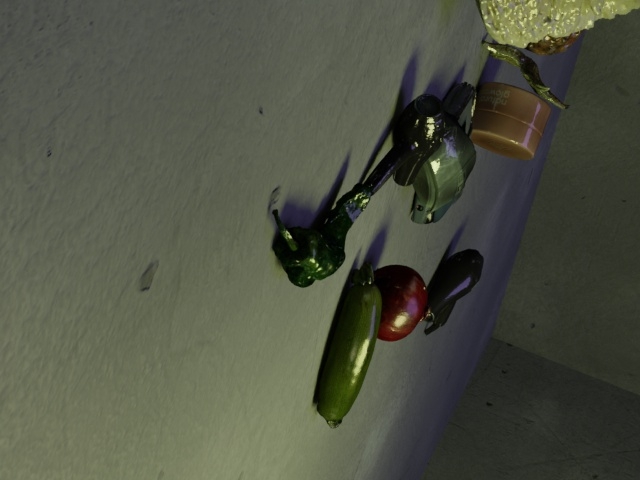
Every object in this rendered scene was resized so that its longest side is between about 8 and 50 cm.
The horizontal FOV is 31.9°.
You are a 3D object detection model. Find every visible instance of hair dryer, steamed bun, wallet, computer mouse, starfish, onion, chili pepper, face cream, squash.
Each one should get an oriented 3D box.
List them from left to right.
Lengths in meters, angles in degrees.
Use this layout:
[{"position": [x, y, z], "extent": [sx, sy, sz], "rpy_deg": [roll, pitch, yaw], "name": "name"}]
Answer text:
[{"position": [0.000, 0.001, 1.382], "extent": [0.279, 0.065, 0.122], "rpy_deg": [-33, 133, -69], "name": "chili pepper"}, {"position": [0.046, 0.185, 1.782], "extent": [0.080, 0.071, 0.318], "rpy_deg": [-37, 145, -56], "name": "squash"}, {"position": [0.099, -0.097, 1.642], "extent": [0.219, 0.075, 0.195], "rpy_deg": [-48, 166, -29], "name": "hair dryer"}, {"position": [0.119, 0.100, 1.827], "extent": [0.131, 0.131, 0.131], "rpy_deg": [21, 90, -76], "name": "onion"}, {"position": [0.283, 0.162, 2.610], "extent": [0.235, 0.091, 0.271], "rpy_deg": [-45, 158, -36], "name": "hair dryer"}, {"position": [0.209, -0.122, 1.841], "extent": [0.126, 0.071, 0.231], "rpy_deg": [-47, 149, -12], "name": "computer mouse"}, {"position": [0.229, -0.152, 1.988], "extent": [0.170, 0.069, 0.231], "rpy_deg": [-48, 154, -43], "name": "wallet"}, {"position": [0.365, -0.233, 2.194], "extent": [0.149, 0.149, 0.104], "rpy_deg": [42, 69, -75], "name": "face cream"}, {"position": [0.386, -0.316, 2.106], "extent": [0.050, 0.223, 0.217], "rpy_deg": [-52, -151, 19], "name": "starfish"}, {"position": [0.322, -0.441, 1.642], "extent": [0.272, 0.273, 0.290], "rpy_deg": [-19, 144, -11], "name": "steamed bun"}]

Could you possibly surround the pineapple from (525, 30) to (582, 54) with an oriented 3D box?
[{"position": [0.411, -0.475, 2.052], "extent": [0.158, 0.158, 0.278], "rpy_deg": [-62, 154, -25], "name": "pineapple"}]
